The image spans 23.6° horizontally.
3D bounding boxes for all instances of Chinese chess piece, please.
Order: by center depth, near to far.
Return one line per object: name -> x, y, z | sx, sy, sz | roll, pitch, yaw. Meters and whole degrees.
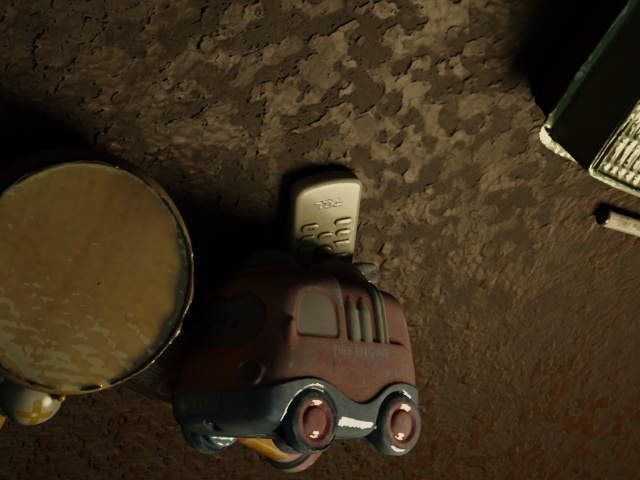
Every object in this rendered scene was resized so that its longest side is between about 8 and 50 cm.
Chinese chess piece -> -0.258, 0.032, 1.583 | 0.257, 0.104, 0.257 | -2, 97, -19

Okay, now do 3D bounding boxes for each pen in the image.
pen -> 0.445, -0.013, 2.048 | 0.204, 0.025, 0.025 | 13, 120, -36

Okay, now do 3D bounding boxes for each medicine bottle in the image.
medicine bottle -> -0.162, 0.160, 1.815 | 0.108, 0.108, 0.426 | -46, 132, 13

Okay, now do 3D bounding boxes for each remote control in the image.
remote control -> 0.000, 0.000, 1.816 | 0.087, 0.029, 0.190 | -10, 130, -21

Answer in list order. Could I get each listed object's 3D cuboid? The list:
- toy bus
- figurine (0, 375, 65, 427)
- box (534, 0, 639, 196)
toy bus -> -0.023, 0.129, 1.749 | 0.294, 0.197, 0.232 | 9, 79, -42
figurine -> -0.363, 0.185, 1.755 | 0.143, 0.068, 0.101 | -6, 135, -8
box -> 0.400, -0.194, 1.770 | 0.220, 0.166, 0.291 | 16, 118, -37
